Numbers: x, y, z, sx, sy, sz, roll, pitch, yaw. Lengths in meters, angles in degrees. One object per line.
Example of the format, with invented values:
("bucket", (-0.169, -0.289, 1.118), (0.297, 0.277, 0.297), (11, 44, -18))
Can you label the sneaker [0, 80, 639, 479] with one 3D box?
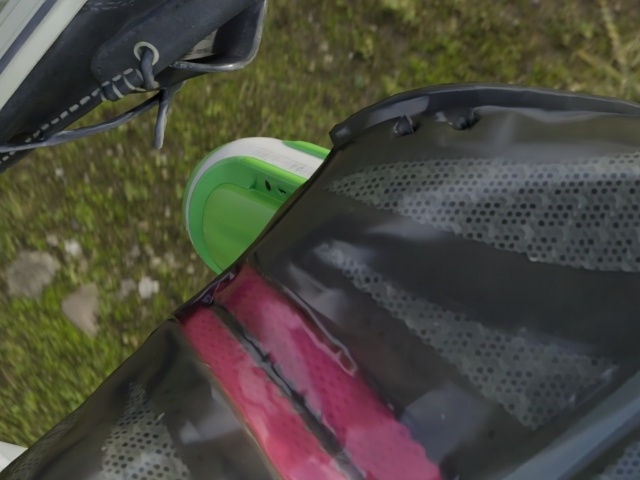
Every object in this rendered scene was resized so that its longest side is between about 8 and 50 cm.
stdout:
("sneaker", (0.018, 0.075, 0.415), (0.483, 0.185, 0.202), (-13, 47, 5))

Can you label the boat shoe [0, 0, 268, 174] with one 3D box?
("boat shoe", (-0.112, -0.153, 0.925), (0.156, 0.500, 0.187), (30, 42, -27))

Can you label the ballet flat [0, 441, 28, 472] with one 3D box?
("ballet flat", (-0.232, 0.246, 1.222), (0.400, 0.139, 0.139), (33, 75, 21))

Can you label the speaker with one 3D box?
("speaker", (0.000, 0.000, 1.154), (0.131, 0.296, 0.131), (-8, 106, -27))
